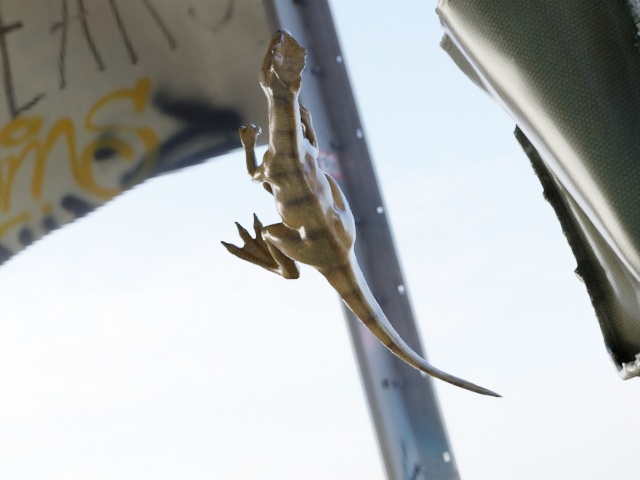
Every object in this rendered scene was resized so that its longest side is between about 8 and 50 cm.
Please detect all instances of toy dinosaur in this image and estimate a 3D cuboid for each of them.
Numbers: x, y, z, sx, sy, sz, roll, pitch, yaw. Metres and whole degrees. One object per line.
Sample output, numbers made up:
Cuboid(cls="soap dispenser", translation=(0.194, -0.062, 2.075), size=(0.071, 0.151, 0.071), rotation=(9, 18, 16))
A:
Cuboid(cls="toy dinosaur", translation=(0.000, 0.000, 0.592), size=(0.064, 0.211, 0.112), rotation=(-33, 18, -20))

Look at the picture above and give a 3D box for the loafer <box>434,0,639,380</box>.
Cuboid(cls="loafer", translation=(0.077, -0.057, 0.367), size=(0.087, 0.251, 0.094), rotation=(0, -38, -11))
